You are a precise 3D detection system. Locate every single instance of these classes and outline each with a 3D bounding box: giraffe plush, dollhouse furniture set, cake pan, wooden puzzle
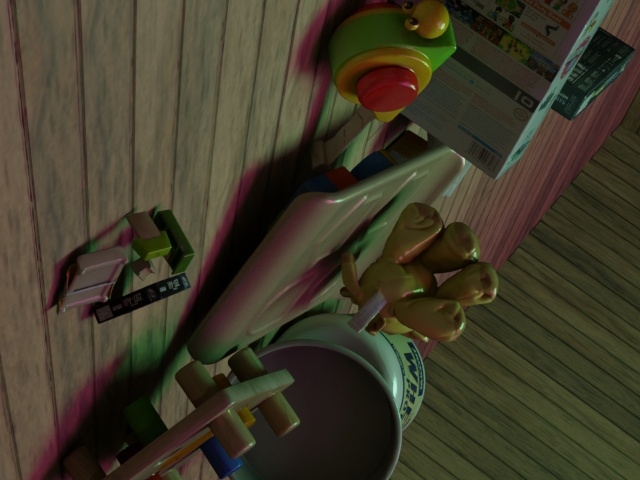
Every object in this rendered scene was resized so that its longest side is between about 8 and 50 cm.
[{"bbox_3d":[0.113,0.071,1.840,0.210,0.181,0.170,-28,169,-12],"label":"giraffe plush"},{"bbox_3d":[-0.200,0.013,1.360,0.152,0.058,0.076,-16,152,-39],"label":"dollhouse furniture set"},{"bbox_3d":[-0.019,0.287,2.140,0.293,0.293,0.054,-57,-179,13],"label":"cake pan"},{"bbox_3d":[0.000,0.000,1.808,0.348,0.080,0.322,-20,154,-51],"label":"wooden puzzle"}]

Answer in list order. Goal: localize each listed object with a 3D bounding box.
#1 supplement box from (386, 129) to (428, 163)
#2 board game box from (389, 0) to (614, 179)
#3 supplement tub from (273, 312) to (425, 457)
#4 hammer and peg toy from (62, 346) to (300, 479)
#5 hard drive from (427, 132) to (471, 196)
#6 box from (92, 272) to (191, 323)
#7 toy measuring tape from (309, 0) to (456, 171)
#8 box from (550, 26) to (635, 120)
[{"bbox_3d":[0.088,-0.067,2.052,0.233,0.080,0.078,-45,163,-40],"label":"supplement box"},{"bbox_3d":[0.200,-0.260,1.617,0.097,0.224,0.303,-36,159,-50],"label":"board game box"},{"bbox_3d":[0.048,0.239,2.339,0.235,0.235,0.325,-55,167,6],"label":"supplement tub"},{"bbox_3d":[-0.209,0.280,1.743,0.361,0.127,0.266,-38,171,14],"label":"hammer and peg toy"},{"bbox_3d":[0.237,-0.237,1.980,0.203,0.040,0.307,-88,-158,-49],"label":"hard drive"},{"bbox_3d":[-0.186,0.060,1.442,0.083,0.018,0.067,-22,179,22],"label":"box"},{"bbox_3d":[0.036,-0.176,1.581,0.121,0.121,0.330,-43,-179,-40],"label":"toy measuring tape"},{"bbox_3d":[0.389,-0.303,2.261,0.233,0.183,0.059,-40,162,-49],"label":"box"}]
